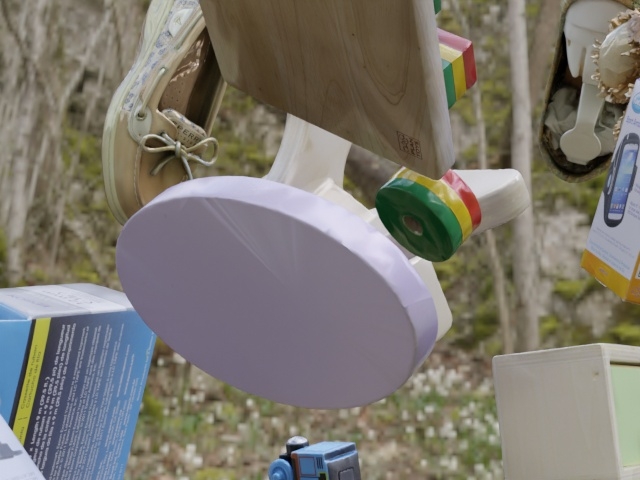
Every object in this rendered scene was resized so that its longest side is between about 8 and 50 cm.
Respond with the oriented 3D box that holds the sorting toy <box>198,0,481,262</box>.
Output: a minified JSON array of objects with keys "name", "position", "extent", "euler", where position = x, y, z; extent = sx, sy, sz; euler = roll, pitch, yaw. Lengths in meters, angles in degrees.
[{"name":"sorting toy","position":[0.003,-0.113,0.551],"extent":[0.132,0.046,0.274],"euler":[27,-30,32]}]

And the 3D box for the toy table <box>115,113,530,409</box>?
[{"name":"toy table","position":[0.000,0.000,0.926],"extent":[0.274,0.161,0.252],"euler":[15,-48,37]}]

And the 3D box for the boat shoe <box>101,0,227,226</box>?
[{"name":"boat shoe","position":[-0.149,-0.146,1.358],"extent":[0.089,0.285,0.104],"euler":[2,-16,34]}]

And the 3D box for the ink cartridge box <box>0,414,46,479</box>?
[{"name":"ink cartridge box","position":[-0.296,0.236,1.060],"extent":[0.065,0.311,0.186],"euler":[-48,-21,29]}]

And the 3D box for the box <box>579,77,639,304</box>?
[{"name":"box","position":[0.193,-0.036,0.758],"extent":[0.028,0.136,0.081],"euler":[14,12,-10]}]

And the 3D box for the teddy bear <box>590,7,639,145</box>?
[{"name":"teddy bear","position":[0.390,-0.179,1.125],"extent":[0.338,0.245,0.113],"euler":[-41,-51,15]}]

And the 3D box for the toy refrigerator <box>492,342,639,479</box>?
[{"name":"toy refrigerator","position":[0.229,0.139,1.035],"extent":[0.094,0.102,0.269],"euler":[-10,-11,26]}]

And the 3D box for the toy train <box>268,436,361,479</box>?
[{"name":"toy train","position":[-0.001,0.326,1.565],"extent":[0.105,0.184,0.080],"euler":[-6,0,42]}]

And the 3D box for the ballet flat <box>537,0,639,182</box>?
[{"name":"ballet flat","position":[0.290,-0.179,1.357],"extent":[0.123,0.123,0.348],"euler":[2,-32,2]}]

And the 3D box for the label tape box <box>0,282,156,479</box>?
[{"name":"label tape box","position":[-0.317,0.179,1.387],"extent":[0.115,0.249,0.348],"euler":[16,6,22]}]
